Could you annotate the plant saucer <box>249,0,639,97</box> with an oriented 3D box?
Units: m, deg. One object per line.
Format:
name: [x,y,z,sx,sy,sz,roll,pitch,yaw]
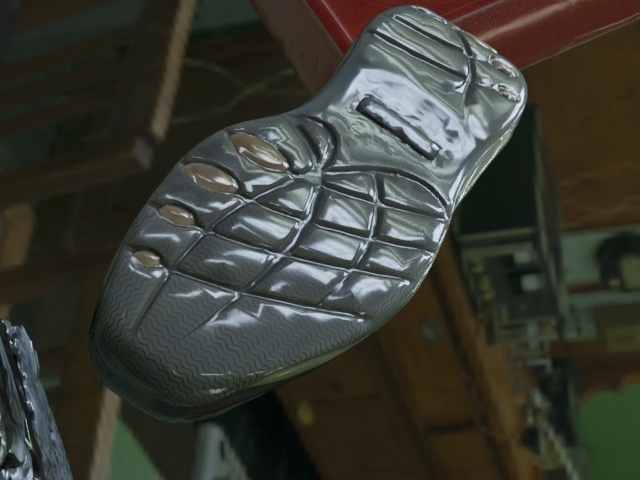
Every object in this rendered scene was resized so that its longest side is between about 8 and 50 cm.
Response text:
plant saucer: [0.086,-0.203,1.154,0.259,0.258,0.048,-119,-173,-49]

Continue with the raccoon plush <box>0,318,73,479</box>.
raccoon plush: [-0.240,0.109,0.528,0.216,0.299,0.446,-115,-166,-52]

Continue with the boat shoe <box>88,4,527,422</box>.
boat shoe: [0.000,0.000,0.833,0.355,0.132,0.130,-41,165,-46]
